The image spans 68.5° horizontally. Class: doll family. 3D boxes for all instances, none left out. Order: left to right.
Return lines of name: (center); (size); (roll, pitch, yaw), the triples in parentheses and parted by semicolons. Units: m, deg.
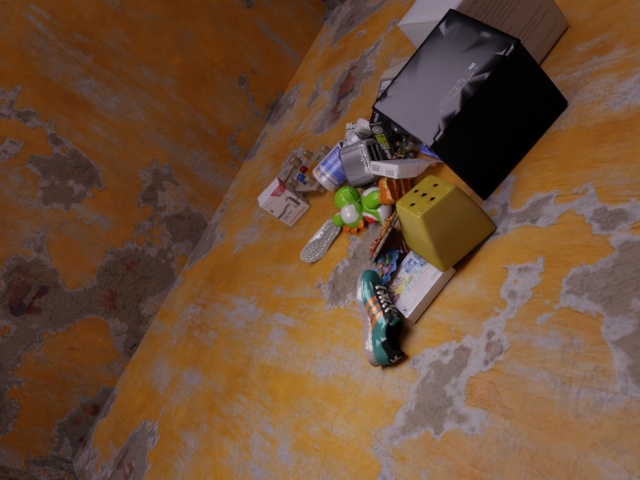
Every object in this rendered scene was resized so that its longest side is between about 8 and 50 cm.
doll family: (0.315, -0.323, 1.913); (0.193, 0.076, 0.111); (-59, 33, -1)

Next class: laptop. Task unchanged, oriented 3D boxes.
laptop: (0.452, -0.416, 1.446); (0.382, 0.236, 0.408); (-50, 59, 8)

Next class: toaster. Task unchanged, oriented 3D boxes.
toaster: (0.178, -0.339, 2.006); (0.146, 0.227, 0.129); (-14, 8, 42)

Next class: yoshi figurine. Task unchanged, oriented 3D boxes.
yoshi figurine: (0.170, -0.172, 1.861); (0.362, 0.203, 0.203); (-25, 32, 46)

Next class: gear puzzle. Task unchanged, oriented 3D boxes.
gear puzzle: (0.207, -0.020, 1.587); (0.176, 0.044, 0.339); (-59, -8, -8)

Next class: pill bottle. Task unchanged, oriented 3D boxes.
pill bottle: (0.103, -0.370, 2.203); (0.272, 0.152, 0.152); (-44, 30, 18)

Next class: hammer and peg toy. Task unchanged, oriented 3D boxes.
hammer and peg toy: (-0.065, -0.356, 2.472); (0.361, 0.127, 0.266); (3, 64, 58)

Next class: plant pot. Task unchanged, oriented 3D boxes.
plant pot: (0.352, -0.072, 1.415); (0.212, 0.187, 0.212); (-40, 28, -3)

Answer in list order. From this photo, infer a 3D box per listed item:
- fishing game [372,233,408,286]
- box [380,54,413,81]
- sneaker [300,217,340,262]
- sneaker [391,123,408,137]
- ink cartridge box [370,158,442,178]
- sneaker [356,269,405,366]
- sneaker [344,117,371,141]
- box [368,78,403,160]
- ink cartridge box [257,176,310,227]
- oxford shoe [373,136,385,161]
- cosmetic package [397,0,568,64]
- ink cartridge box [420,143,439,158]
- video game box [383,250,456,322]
fishing game: (0.205, 0.099, 1.598); (0.264, 0.041, 0.189); (-56, 11, 22)
box: (0.425, -0.744, 2.122); (0.121, 0.148, 0.311); (-56, 30, -4)
sneaker: (0.000, 0.000, 2.054); (0.235, 0.090, 0.095); (-46, 16, 8)
sneaker: (0.356, -0.468, 1.913); (0.286, 0.109, 0.130); (-34, -12, -48)
ink cartridge box: (0.327, -0.272, 1.756); (0.181, 0.224, 0.056); (-152, 59, -61)
sneaker: (0.194, 0.225, 1.438); (0.121, 0.108, 0.303); (-24, 63, 36)
sneaker: (0.192, -0.515, 2.279); (0.119, 0.109, 0.292); (-67, 17, -2)
box: (0.293, -0.509, 1.991); (0.060, 0.216, 0.270); (-1, 56, 29)
ink cartridge box: (-0.184, -0.190, 2.378); (0.158, 0.217, 0.092); (-46, 35, 16)
oxford shoe: (0.253, -0.425, 2.110); (0.096, 0.082, 0.227); (-32, 35, 42)
cosmetic package: (0.566, -0.760, 1.660); (0.330, 0.393, 0.327); (-52, 28, 3)
ink cartridge box: (0.458, -0.467, 1.751); (0.186, 0.065, 0.312); (-138, 50, -62)
video game box: (0.298, 0.130, 1.477); (0.205, 0.048, 0.187); (-52, 30, 4)
